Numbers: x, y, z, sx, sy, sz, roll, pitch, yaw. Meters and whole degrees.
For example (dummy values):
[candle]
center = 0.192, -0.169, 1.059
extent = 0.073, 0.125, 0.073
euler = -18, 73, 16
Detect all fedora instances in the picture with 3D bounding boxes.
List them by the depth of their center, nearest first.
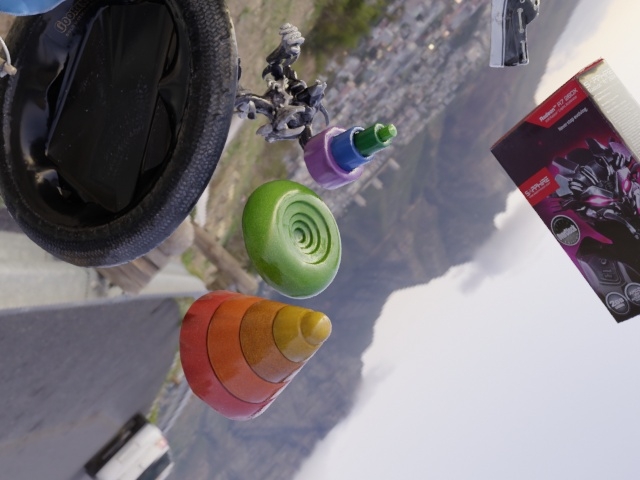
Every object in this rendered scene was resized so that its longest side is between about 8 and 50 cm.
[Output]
[fedora]
center = -0.194, -0.136, 0.837
extent = 0.334, 0.334, 0.152
euler = -47, 162, 18

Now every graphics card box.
[graphics card box]
center = 0.458, -0.069, 1.236
extent = 0.094, 0.371, 0.233
euler = -32, 173, -32

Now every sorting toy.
[sorting toy]
center = 0.000, 0.000, 0.756
extent = 0.126, 0.127, 0.365
euler = -22, -148, 41

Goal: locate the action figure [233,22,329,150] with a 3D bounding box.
[action figure]
center = -0.072, -0.215, 1.133
extent = 0.276, 0.164, 0.141
euler = -3, 167, -39

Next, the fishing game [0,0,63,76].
[fishing game]
center = -0.254, -0.260, 0.598
extent = 0.264, 0.189, 0.041
euler = -52, -176, 31

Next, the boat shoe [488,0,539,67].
[boat shoe]
center = 0.292, -0.356, 1.178
extent = 0.219, 0.070, 0.077
euler = 77, 19, -52
